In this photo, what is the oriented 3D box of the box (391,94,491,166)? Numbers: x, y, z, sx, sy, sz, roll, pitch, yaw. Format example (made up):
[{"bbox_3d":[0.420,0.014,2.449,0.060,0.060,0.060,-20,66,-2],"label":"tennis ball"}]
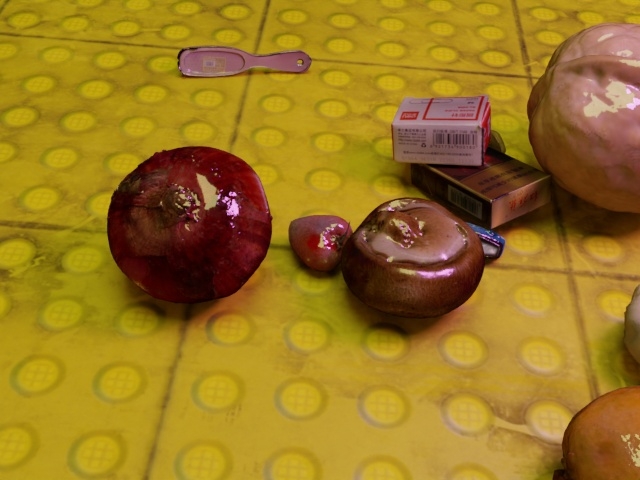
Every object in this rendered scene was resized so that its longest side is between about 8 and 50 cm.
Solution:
[{"bbox_3d":[0.238,-0.216,1.610,0.182,0.099,0.133,4,33,19],"label":"box"}]

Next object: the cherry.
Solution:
[{"bbox_3d":[0.004,-0.001,1.472,0.106,0.087,0.126,-36,35,-11],"label":"cherry"}]

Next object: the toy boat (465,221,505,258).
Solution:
[{"bbox_3d":[0.271,-0.003,1.521,0.137,0.060,0.061,13,17,6],"label":"toy boat"}]

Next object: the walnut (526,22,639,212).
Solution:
[{"bbox_3d":[0.576,-0.225,1.564,0.381,0.381,0.381,2,43,-2],"label":"walnut"}]

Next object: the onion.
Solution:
[{"bbox_3d":[-0.216,-0.026,1.370,0.276,0.276,0.276,2,43,-2],"label":"onion"}]

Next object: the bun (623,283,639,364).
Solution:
[{"bbox_3d":[0.556,0.150,1.343,0.183,0.102,0.183,11,66,-26],"label":"bun"}]

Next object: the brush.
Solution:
[{"bbox_3d":[-0.177,-0.427,1.937,0.313,0.072,0.067,-2,30,-8],"label":"brush"}]

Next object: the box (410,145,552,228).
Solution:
[{"bbox_3d":[0.308,-0.118,1.600,0.159,0.071,0.240,-24,36,-23],"label":"box"}]

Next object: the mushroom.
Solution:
[{"bbox_3d":[0.156,0.031,1.402,0.253,0.153,0.253,1,41,-1],"label":"mushroom"}]

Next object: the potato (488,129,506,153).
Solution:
[{"bbox_3d":[0.375,-0.217,1.770,0.036,0.037,0.093,-13,45,-24],"label":"potato"}]

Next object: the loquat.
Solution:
[{"bbox_3d":[0.440,0.302,1.106,0.238,0.193,0.238,1,50,-1],"label":"loquat"}]
